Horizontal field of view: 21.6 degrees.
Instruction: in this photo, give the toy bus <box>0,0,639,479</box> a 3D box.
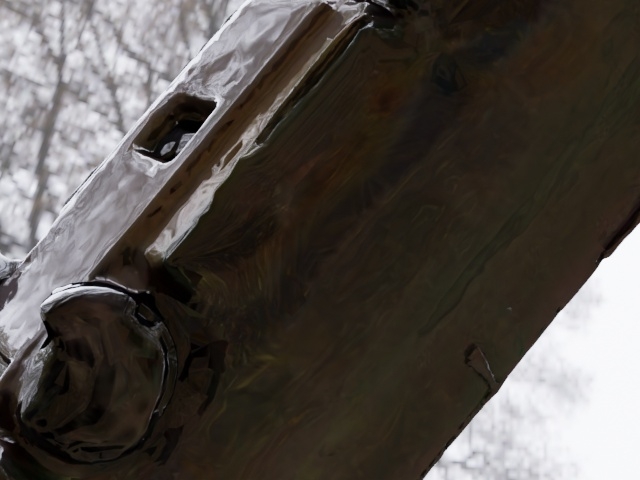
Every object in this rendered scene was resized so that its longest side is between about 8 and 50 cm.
[{"bbox_3d":[0.000,0.000,0.487,0.317,0.112,0.138,-48,-64,-6],"label":"toy bus"}]
